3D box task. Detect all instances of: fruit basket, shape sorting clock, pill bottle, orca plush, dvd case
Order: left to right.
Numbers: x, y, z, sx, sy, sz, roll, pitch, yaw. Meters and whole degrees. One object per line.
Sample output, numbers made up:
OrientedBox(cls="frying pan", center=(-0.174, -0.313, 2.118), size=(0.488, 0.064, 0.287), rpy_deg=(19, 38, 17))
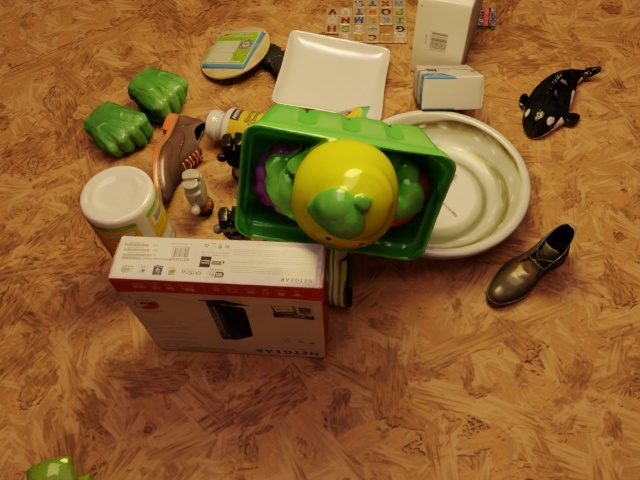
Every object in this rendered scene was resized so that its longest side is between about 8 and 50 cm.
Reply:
OrientedBox(cls="pill bottle", center=(-0.367, -0.021, 1.113), size=(0.136, 0.246, 0.137), rpy_deg=(-1, 57, 2))
OrientedBox(cls="shape sorting clock", center=(-0.233, -0.514, 1.529), size=(0.206, 0.040, 0.206), rpy_deg=(-11, 57, 17))
OrientedBox(cls="pill bottle", center=(-0.177, -0.262, 1.343), size=(0.184, 0.103, 0.103), rpy_deg=(13, 59, 10))
OrientedBox(cls="fruit basket", center=(0.037, -0.073, 0.958), size=(0.391, 0.283, 0.392), rpy_deg=(7, 41, -6))
OrientedBox(cls="dvd case", center=(0.448, -0.648, 1.615), size=(0.119, 0.013, 0.087), rpy_deg=(9, 58, 6))
OrientedBox(cls="orca plush", center=(0.601, -0.373, 1.381), size=(0.287, 0.102, 0.151), rpy_deg=(-33, 62, -17))

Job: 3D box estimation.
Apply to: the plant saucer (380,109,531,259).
OrientedBox(cls="plant saucer", center=(0.249, -0.113, 1.233), size=(0.399, 0.101, 0.401), rpy_deg=(-1, 57, 2))

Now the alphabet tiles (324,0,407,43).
OrientedBox(cls="alphabet tiles", center=(0.133, -0.642, 1.628), size=(0.237, 0.009, 0.198), rpy_deg=(1, 58, 3))

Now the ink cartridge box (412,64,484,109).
OrientedBox(cls="ink cartridge box", center=(0.305, -0.374, 1.355), size=(0.139, 0.082, 0.191), rpy_deg=(0, 26, 2))

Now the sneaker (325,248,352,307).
OrientedBox(cls="sneaker", center=(0.000, 0.000, 1.171), size=(0.121, 0.111, 0.300), rpy_deg=(-4, 55, 5))

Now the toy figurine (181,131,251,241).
OrientedBox(cls="toy figurine", center=(-0.179, -0.103, 1.226), size=(0.213, 0.148, 0.209), rpy_deg=(36, 72, 20))

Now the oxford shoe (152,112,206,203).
OrientedBox(cls="oxford shoe", center=(-0.332, -0.197, 1.317), size=(0.098, 0.097, 0.272), rpy_deg=(4, 58, -2))

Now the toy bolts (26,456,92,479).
OrientedBox(cls="toy bolts", center=(-0.406, 0.460, 0.822), size=(0.218, 0.229, 0.159), rpy_deg=(-20, 49, -4))

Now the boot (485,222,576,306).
OrientedBox(cls="boot", center=(0.423, 0.043, 1.122), size=(0.219, 0.106, 0.082), rpy_deg=(-34, 62, -18))

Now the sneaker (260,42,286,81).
OrientedBox(cls="sneaker", center=(-0.126, -0.475, 1.511), size=(0.089, 0.051, 0.170), rpy_deg=(6, 53, 6))

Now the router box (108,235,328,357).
OrientedBox(cls="router box", center=(-0.153, 0.111, 0.989), size=(0.335, 0.301, 0.082), rpy_deg=(2, 58, 4))

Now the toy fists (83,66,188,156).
OrientedBox(cls="toy fists", center=(-0.449, -0.320, 1.400), size=(0.142, 0.096, 0.279), rpy_deg=(28, 64, 29))

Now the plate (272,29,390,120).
OrientedBox(cls="plate", center=(0.032, -0.421, 1.453), size=(0.277, 0.045, 0.278), rpy_deg=(11, 59, -1))

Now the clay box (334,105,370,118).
OrientedBox(cls="clay box", center=(0.018, -0.233, 1.280), size=(0.222, 0.053, 0.128), rpy_deg=(-2, 50, 43))

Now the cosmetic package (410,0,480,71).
OrientedBox(cls="cosmetic package", center=(0.340, -0.588, 1.457), size=(0.138, 0.224, 0.225), rpy_deg=(16, 60, 13))
